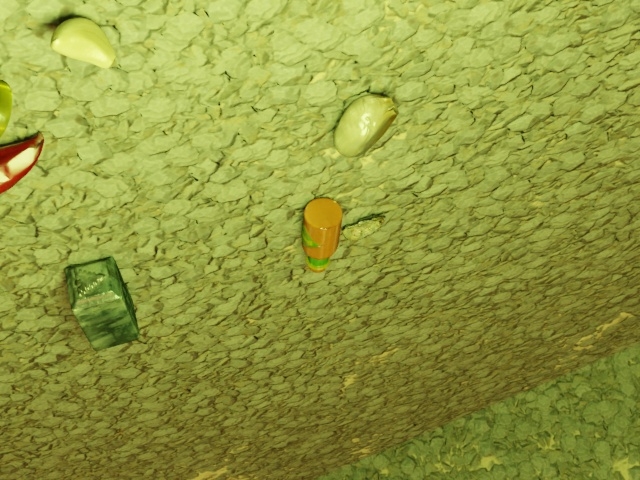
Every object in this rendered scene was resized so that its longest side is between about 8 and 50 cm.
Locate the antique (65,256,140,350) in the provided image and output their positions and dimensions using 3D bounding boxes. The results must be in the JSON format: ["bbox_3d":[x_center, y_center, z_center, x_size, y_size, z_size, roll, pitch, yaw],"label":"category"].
[{"bbox_3d":[-0.374,0.107,1.656,0.086,0.088,0.183,-15,152,-7],"label":"antique"}]

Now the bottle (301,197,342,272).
[{"bbox_3d":[0.000,0.000,1.698,0.069,0.069,0.187,-12,150,-10],"label":"bottle"}]

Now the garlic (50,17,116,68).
[{"bbox_3d":[-0.281,-0.236,1.143,0.083,0.053,0.041,20,136,-40],"label":"garlic"}]

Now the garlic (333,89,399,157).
[{"bbox_3d":[0.059,-0.161,1.450,0.084,0.066,0.152,4,142,-38],"label":"garlic"}]

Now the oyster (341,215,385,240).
[{"bbox_3d":[0.080,-0.027,1.748,0.083,0.019,0.054,-23,150,13],"label":"oyster"}]

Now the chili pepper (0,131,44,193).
[{"bbox_3d":[-0.553,-0.082,1.249,0.368,0.092,0.137,-5,120,-29],"label":"chili pepper"}]

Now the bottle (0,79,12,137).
[{"bbox_3d":[-0.500,-0.179,1.092,0.286,0.082,0.082,11,140,-42],"label":"bottle"}]
